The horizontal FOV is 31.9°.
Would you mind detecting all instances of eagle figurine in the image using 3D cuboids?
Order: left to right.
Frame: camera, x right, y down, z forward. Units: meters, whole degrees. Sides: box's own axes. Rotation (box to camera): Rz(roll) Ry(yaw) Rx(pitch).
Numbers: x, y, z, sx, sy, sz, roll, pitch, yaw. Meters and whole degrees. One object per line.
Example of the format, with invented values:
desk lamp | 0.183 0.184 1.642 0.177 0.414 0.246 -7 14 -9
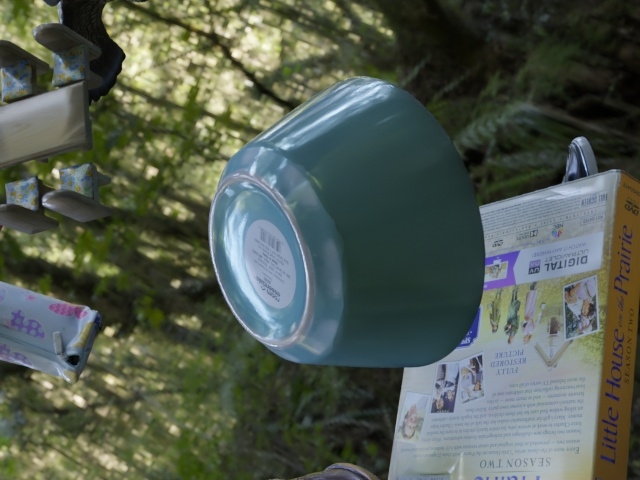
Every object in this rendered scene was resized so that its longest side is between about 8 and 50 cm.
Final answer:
eagle figurine | -0.331 -0.344 1.567 0.298 0.225 0.226 -32 31 53

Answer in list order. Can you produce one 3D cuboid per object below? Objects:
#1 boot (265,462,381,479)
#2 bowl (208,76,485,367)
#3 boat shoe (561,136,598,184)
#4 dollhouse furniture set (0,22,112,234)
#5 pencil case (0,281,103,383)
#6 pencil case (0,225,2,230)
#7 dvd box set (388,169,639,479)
boot | -0.062 0.322 1.250 0.207 0.248 0.090 -16 -89 -42
bowl | 0.000 0.000 1.133 0.163 0.311 0.311 -15 -50 -34
boat shoe | 0.305 -0.051 1.330 0.049 0.040 0.142 -124 24 -70
dollhouse furniture set | -0.380 -0.125 1.276 0.161 0.242 0.212 29 -129 -63
pencil case | -0.470 0.126 1.675 0.124 0.273 0.113 -86 16 -63
pencil case | -0.620 -0.081 1.931 0.095 0.098 0.209 -31 -46 -14
dvd box set | 0.212 0.150 1.249 0.062 0.307 0.420 24 -115 -32
